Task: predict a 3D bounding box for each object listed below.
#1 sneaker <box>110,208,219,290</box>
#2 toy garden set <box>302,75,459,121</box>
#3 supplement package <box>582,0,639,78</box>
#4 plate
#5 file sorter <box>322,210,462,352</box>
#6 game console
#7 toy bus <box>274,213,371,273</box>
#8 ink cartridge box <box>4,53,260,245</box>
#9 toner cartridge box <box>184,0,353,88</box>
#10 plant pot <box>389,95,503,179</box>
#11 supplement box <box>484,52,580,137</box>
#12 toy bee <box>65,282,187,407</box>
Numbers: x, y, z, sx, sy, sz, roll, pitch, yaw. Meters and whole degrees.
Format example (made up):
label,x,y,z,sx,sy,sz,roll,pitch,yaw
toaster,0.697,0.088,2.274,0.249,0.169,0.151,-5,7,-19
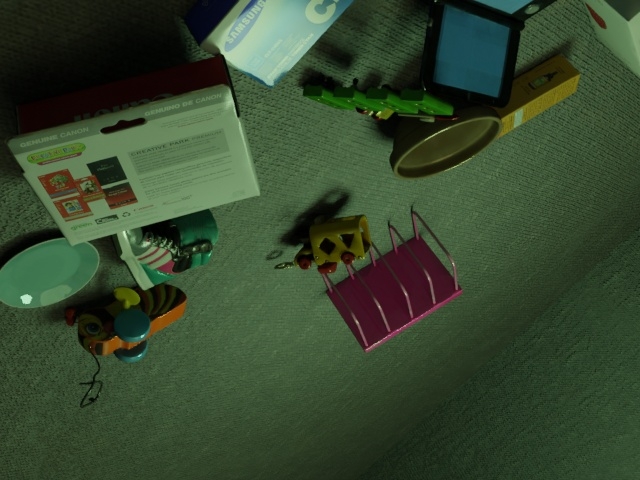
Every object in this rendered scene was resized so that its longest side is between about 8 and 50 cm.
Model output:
label,x,y,z,sx,sy,sz,roll,pitch,yaw
sneaker,-0.276,-0.016,1.445,0.178,0.124,0.295,-24,158,-8
toy garden set,0.127,-0.253,1.438,0.204,0.244,0.049,8,91,-55
supplement package,0.654,-0.483,1.638,0.175,0.177,0.293,-41,151,13
plate,-0.488,0.053,1.442,0.188,0.024,0.188,-26,151,-16
file sorter,0.170,0.093,2.008,0.291,0.202,0.182,-31,149,-5
game console,0.332,-0.381,1.449,0.293,0.173,0.250,-1,161,-46
toy bus,0.013,-0.003,1.789,0.202,0.191,0.104,-18,105,-28
ink cartridge box,-0.265,-0.147,1.179,0.309,0.130,0.272,-15,150,-5
toner cartridge box,-0.021,-0.392,1.169,0.348,0.075,0.165,-44,144,20
plant pot,0.240,-0.227,1.648,0.237,0.109,0.237,-19,162,-6
supplement box,0.456,-0.317,1.795,0.233,0.078,0.080,-31,152,-5
toy bee,-0.410,0.161,1.594,0.195,0.162,0.298,-61,167,27
